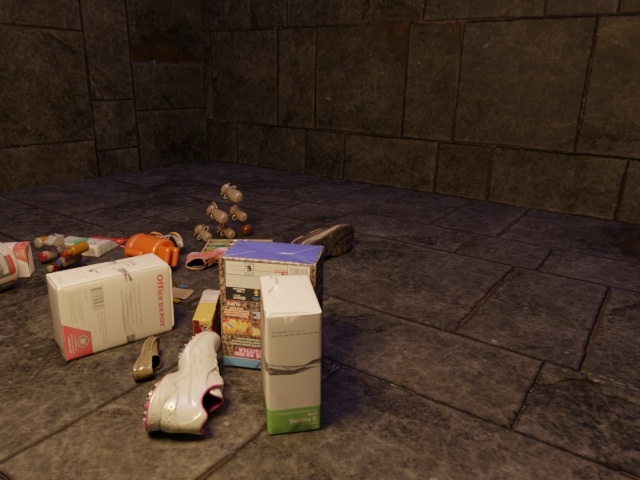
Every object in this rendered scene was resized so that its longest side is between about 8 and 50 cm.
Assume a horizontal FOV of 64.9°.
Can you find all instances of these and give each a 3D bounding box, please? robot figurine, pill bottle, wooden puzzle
[{"bbox_3d":[-0.622,0.044,1.846,0.220,0.128,0.158,11,42,24],"label":"robot figurine"},{"bbox_3d":[-1.101,0.115,1.539,0.161,0.161,0.283,9,19,21],"label":"pill bottle"},{"bbox_3d":[-0.460,0.174,1.640,0.079,0.014,0.116,12,21,17],"label":"wooden puzzle"}]

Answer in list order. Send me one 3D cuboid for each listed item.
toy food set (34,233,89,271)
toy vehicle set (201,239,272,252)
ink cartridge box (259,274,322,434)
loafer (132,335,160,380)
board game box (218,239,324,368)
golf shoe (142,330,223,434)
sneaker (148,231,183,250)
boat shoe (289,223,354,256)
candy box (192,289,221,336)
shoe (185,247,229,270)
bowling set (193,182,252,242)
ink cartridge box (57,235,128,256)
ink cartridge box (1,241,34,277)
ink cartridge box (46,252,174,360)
[{"bbox_3d":[-0.966,0.047,1.831,0.232,0.111,0.104,10,20,18],"label":"toy food set"},{"bbox_3d":[-0.330,0.038,2.024,0.267,0.035,0.166,0,18,-3],"label":"toy vehicle set"},{"bbox_3d":[-0.067,0.233,1.073,0.115,0.272,0.198,-2,19,-10],"label":"ink cartridge box"},{"bbox_3d":[-0.415,0.289,1.233,0.050,0.056,0.148,2,28,-1],"label":"loafer"},{"bbox_3d":[-0.116,0.162,1.254,0.232,0.290,0.141,5,18,8],"label":"board game box"},{"bbox_3d":[-0.265,0.313,1.110,0.140,0.115,0.306,13,27,5],"label":"golf shoe"},{"bbox_3d":[-0.635,0.015,2.016,0.215,0.084,0.083,2,19,31],"label":"sneaker"},{"bbox_3d":[0.000,0.000,2.014,0.130,0.132,0.355,16,22,37],"label":"boat shoe"},{"bbox_3d":[-0.303,0.220,1.360,0.053,0.109,0.186,1,18,-3],"label":"candy box"},{"bbox_3d":[-0.413,0.073,1.879,0.178,0.063,0.081,-6,20,-5],"label":"shoe"},{"bbox_3d":[-0.414,-0.087,2.247,0.154,0.287,0.200,34,-7,47],"label":"bowling set"},{"bbox_3d":[-0.930,0.003,2.070,0.181,0.056,0.224,5,20,9],"label":"ink cartridge box"},{"bbox_3d":[-1.115,0.071,1.744,0.198,0.115,0.067,-3,20,-14],"label":"ink cartridge box"},{"bbox_3d":[-0.551,0.169,1.341,0.283,0.207,0.117,-13,25,-38],"label":"ink cartridge box"}]
